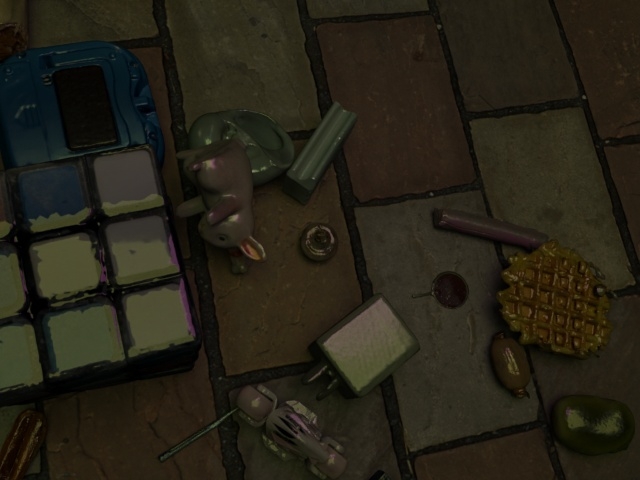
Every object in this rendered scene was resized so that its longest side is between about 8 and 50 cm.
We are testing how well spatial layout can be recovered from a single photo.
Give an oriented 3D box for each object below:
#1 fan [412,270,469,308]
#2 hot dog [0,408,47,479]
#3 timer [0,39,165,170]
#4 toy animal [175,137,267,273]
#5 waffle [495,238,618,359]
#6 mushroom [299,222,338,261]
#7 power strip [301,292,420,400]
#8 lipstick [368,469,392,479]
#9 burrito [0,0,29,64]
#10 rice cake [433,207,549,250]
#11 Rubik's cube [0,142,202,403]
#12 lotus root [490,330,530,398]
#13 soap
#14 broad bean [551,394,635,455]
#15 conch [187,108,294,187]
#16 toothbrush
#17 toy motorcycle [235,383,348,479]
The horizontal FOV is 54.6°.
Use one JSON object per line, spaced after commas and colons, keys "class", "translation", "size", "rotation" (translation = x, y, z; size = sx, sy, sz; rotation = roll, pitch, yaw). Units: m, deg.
{"class": "fan", "translation": [0.262, 0.112, 1.355], "size": [0.133, 0.005, 0.085], "rotation": [-9, 78, -14]}
{"class": "hot dog", "translation": [-0.542, 0.378, 1.122], "size": [0.062, 0.038, 0.144], "rotation": [20, 75, -8]}
{"class": "timer", "translation": [-0.490, -0.245, 1.259], "size": [0.309, 0.115, 0.340], "rotation": [-14, 78, -17]}
{"class": "toy animal", "translation": [-0.190, -0.049, 1.186], "size": [0.138, 0.140, 0.282], "rotation": [-13, 108, -29]}
{"class": "waffle", "translation": [0.506, 0.135, 1.339], "size": [0.262, 0.060, 0.280], "rotation": [-30, 89, -17]}
{"class": "mushroom", "translation": [0.000, 0.000, 1.298], "size": [0.085, 0.079, 0.085], "rotation": [4, 74, -13]}
{"class": "power strip", "translation": [0.061, 0.227, 1.219], "size": [0.224, 0.140, 0.139], "rotation": [-36, 85, -16]}
{"class": "lipstick", "translation": [0.205, 0.582, 1.196], "size": [0.051, 0.051, 0.312], "rotation": [-39, 86, -18]}
{"class": "burrito", "translation": [-0.679, -0.502, 1.298], "size": [0.143, 0.105, 0.299], "rotation": [-1, 76, -1]}
{"class": "rice cake", "translation": [0.381, -0.026, 1.390], "size": [0.270, 0.049, 0.055], "rotation": [14, 87, -8]}
{"class": "Rubik's cube", "translation": [-0.404, 0.079, 1.060], "size": [0.363, 0.359, 0.362], "rotation": [-10, 75, -12]}
{"class": "lotus root", "translation": [0.402, 0.265, 1.309], "size": [0.073, 0.062, 0.150], "rotation": [-15, 77, -13]}
{"class": "soap", "translation": [-0.002, -0.185, 1.327], "size": [0.066, 0.119, 0.198], "rotation": [31, 72, 1]}
{"class": "broad bean", "translation": [0.575, 0.387, 1.306], "size": [0.174, 0.082, 0.124], "rotation": [-2, 75, 0]}
{"class": "conch", "translation": [-0.166, -0.193, 1.298], "size": [0.221, 0.121, 0.185], "rotation": [18, 78, -11]}
{"class": "toothbrush", "translation": [-0.212, 0.363, 1.198], "size": [0.219, 0.016, 0.019], "rotation": [-29, 91, -17]}
{"class": "toy motorcycle", "translation": [-0.051, 0.364, 1.173], "size": [0.254, 0.112, 0.112], "rotation": [39, 72, -4]}
